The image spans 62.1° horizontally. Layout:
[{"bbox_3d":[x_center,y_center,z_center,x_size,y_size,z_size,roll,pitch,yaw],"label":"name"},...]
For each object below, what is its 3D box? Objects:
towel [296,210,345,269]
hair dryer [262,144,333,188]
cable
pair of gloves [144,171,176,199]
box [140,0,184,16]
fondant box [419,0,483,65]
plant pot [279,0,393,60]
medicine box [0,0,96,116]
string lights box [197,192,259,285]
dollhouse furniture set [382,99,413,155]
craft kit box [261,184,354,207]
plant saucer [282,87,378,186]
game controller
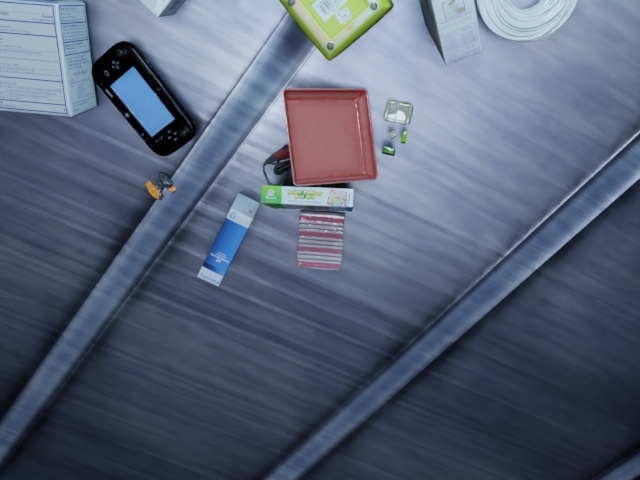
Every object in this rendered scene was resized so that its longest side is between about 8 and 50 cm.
[{"bbox_3d":[0.000,0.000,1.687,0.144,0.029,0.197,5,113,1],"label":"towel"},{"bbox_3d":[-0.055,-0.273,1.532,0.224,0.080,0.293,7,115,1],"label":"hair dryer"},{"bbox_3d":[0.517,-0.633,1.327,0.257,0.089,0.257,-6,115,7],"label":"cable"},{"bbox_3d":[-0.496,-0.167,1.645,0.083,0.010,0.074,-29,110,15],"label":"pair of gloves"},{"bbox_3d":[-0.432,-0.664,1.345,0.091,0.130,0.170,-41,107,20],"label":"box"},{"bbox_3d":[0.271,-0.608,1.214,0.096,0.238,0.330,-19,134,13],"label":"fondant box"},{"bbox_3d":[0.035,-0.591,1.310,0.228,0.207,0.227,-36,108,19],"label":"plant pot"},{"bbox_3d":[-0.774,-0.496,1.428,0.264,0.149,0.289,6,115,4],"label":"medicine box"},{"bbox_3d":[-0.283,-0.002,1.641,0.077,0.133,0.259,27,113,-9],"label":"string lights box"},{"bbox_3d":[0.215,-0.321,1.525,0.076,0.058,0.151,12,96,6],"label":"dollhouse furniture set"},{"bbox_3d":[-0.029,-0.117,1.513,0.247,0.250,0.060,0,90,2],"label":"craft kit box"},{"bbox_3d":[0.022,-0.282,1.453,0.259,0.048,0.258,-8,91,-26],"label":"plant saucer"},{"bbox_3d":[-0.499,-0.395,1.509,0.166,0.067,0.319,-31,109,16],"label":"game controller"}]
